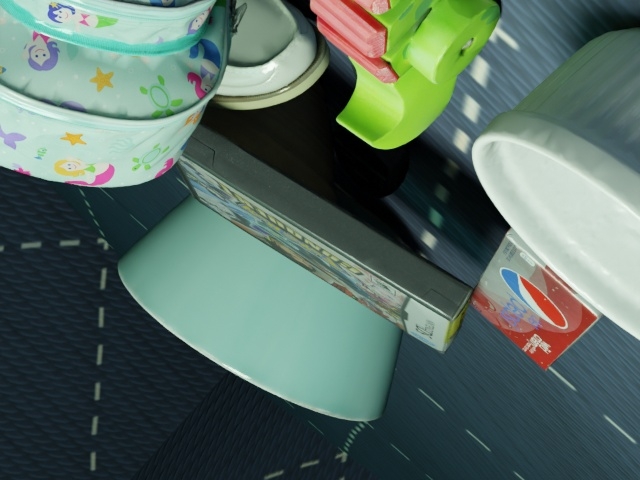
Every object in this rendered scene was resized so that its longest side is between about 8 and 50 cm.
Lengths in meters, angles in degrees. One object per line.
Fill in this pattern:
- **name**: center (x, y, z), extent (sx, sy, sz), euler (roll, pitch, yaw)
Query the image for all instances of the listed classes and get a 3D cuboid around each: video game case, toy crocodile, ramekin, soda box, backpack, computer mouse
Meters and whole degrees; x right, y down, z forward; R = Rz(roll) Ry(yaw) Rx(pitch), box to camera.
- **video game case**: center (0.000, 0.000, 1.523), extent (0.275, 0.035, 0.248), euler (31, 173, 7)
- **toy crocodile**: center (0.036, -0.161, 1.087), extent (0.115, 0.105, 0.340), euler (39, 169, 15)
- **ramekin**: center (0.198, -0.026, 1.031), extent (0.207, 0.109, 0.207), euler (41, 170, 9)
- **soda box**: center (0.183, 0.023, 1.368), extent (0.092, 0.083, 0.263), euler (42, 171, 7)
- **backpack**: center (-0.169, -0.173, 1.299), extent (0.225, 0.253, 0.191), euler (13, 152, -17)
- **computer mouse**: center (0.050, -0.102, 1.507), extent (0.071, 0.041, 0.242), euler (41, 164, 12)

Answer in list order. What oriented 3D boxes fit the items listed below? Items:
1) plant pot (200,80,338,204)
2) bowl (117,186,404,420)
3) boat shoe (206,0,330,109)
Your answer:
- **plant pot**: center (-0.070, -0.116, 1.617), extent (0.237, 0.110, 0.237), euler (32, 173, 4)
- **bowl**: center (-0.031, 0.029, 1.818), extent (0.311, 0.163, 0.311), euler (28, -169, -6)
- **boat shoe**: center (-0.119, -0.200, 1.488), extent (0.302, 0.113, 0.103), euler (29, 159, 41)
